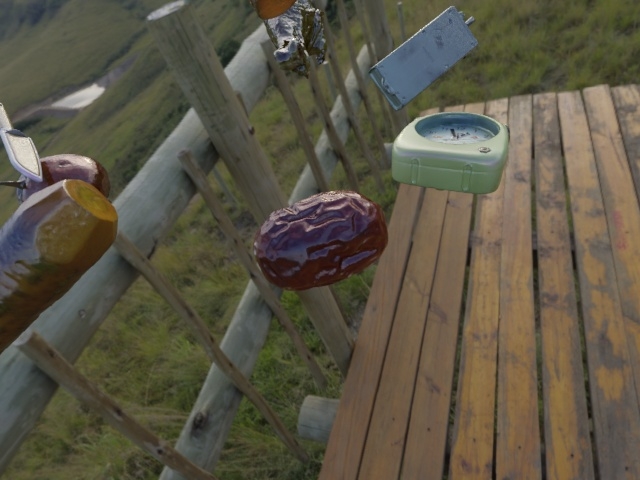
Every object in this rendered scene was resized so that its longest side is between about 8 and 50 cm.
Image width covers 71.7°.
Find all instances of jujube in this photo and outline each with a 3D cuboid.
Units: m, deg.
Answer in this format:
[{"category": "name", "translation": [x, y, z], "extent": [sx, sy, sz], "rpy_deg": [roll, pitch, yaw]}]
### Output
[{"category": "jujube", "translation": [0.000, 0.000, 0.835], "extent": [0.251, 0.174, 0.174], "rpy_deg": [-14, 40, 2]}]

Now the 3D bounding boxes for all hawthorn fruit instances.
[{"category": "hawthorn fruit", "translation": [-0.471, -0.096, 0.799], "extent": [0.149, 0.189, 0.149], "rpy_deg": [-42, 30, 31]}]

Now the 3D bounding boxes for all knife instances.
[{"category": "knife", "translation": [-0.501, -0.170, 0.731], "extent": [0.256, 0.046, 0.022], "rpy_deg": [46, 108, 33]}]

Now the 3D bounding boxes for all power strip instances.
[{"category": "power strip", "translation": [0.106, -0.182, 0.433], "extent": [0.136, 0.051, 0.019], "rpy_deg": [-43, 9, -16]}]

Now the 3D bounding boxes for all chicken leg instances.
[{"category": "chicken leg", "translation": [-0.062, -0.527, 1.165], "extent": [0.140, 0.212, 0.360], "rpy_deg": [-35, 52, 35]}]

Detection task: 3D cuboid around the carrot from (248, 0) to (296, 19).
[{"category": "carrot", "translation": [-0.089, -0.285, 0.356], "extent": [0.061, 0.209, 0.061], "rpy_deg": [-36, 0, 0]}]

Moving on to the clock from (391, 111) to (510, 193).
[{"category": "clock", "translation": [0.374, -0.261, 1.234], "extent": [0.287, 0.117, 0.348], "rpy_deg": [12, 38, 23]}]

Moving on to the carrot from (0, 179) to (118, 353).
[{"category": "carrot", "translation": [-0.394, 0.047, 0.582], "extent": [0.302, 0.114, 0.114], "rpy_deg": [-43, 38, 11]}]
